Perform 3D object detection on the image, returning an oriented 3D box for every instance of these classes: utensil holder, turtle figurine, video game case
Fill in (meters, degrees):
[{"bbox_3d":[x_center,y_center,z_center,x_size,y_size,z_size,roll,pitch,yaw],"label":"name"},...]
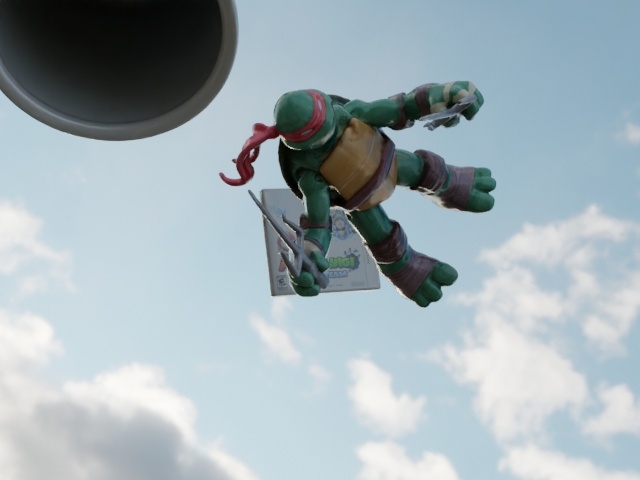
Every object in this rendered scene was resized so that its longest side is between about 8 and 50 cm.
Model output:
[{"bbox_3d":[-0.283,-0.373,1.497,0.327,0.385,0.327,-3,-52,-4],"label":"utensil holder"},{"bbox_3d":[0.034,-0.046,0.730,0.118,0.175,0.234,45,7,37],"label":"turtle figurine"},{"bbox_3d":[0.000,0.000,1.434,0.157,0.143,0.019,-2,-11,-25],"label":"video game case"}]
